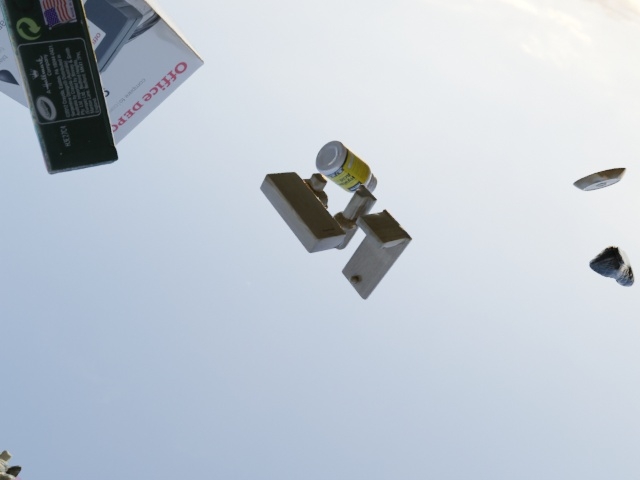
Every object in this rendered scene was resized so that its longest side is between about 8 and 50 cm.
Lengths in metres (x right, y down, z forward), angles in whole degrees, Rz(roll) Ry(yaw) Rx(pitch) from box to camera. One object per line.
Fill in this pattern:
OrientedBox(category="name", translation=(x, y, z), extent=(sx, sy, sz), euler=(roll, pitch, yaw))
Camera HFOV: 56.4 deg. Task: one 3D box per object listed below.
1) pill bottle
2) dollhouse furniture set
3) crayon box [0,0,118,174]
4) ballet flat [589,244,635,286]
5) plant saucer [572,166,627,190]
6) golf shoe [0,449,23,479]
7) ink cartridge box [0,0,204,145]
OrientedBox(category="pill bottle", translation=(0.050, -0.123, 1.054), extent=(0.116, 0.065, 0.065), euler=(30, -151, -43))
OrientedBox(category="dollhouse furniture set", translation=(0.000, 0.000, 0.783), extent=(0.151, 0.123, 0.144), euler=(-11, -127, -44))
OrientedBox(category="crayon box", translation=(-0.338, -0.217, 0.758), extent=(0.081, 0.202, 0.318), euler=(-15, -157, -21))
OrientedBox(category="ballet flat", translation=(0.482, 0.043, 0.981), extent=(0.173, 0.049, 0.058), euler=(23, -128, -51))
OrientedBox(category="plant saucer", translation=(0.454, -0.096, 0.968), extent=(0.083, 0.083, 0.015), euler=(-4, -104, -28))
OrientedBox(category="golf shoe", translation=(-0.280, 0.102, 0.246), extent=(0.306, 0.140, 0.115), euler=(43, 179, -19))
OrientedBox(category="ink cartridge box", translation=(-0.440, -0.370, 1.048), extent=(0.166, 0.285, 0.395), euler=(54, -172, 29))
